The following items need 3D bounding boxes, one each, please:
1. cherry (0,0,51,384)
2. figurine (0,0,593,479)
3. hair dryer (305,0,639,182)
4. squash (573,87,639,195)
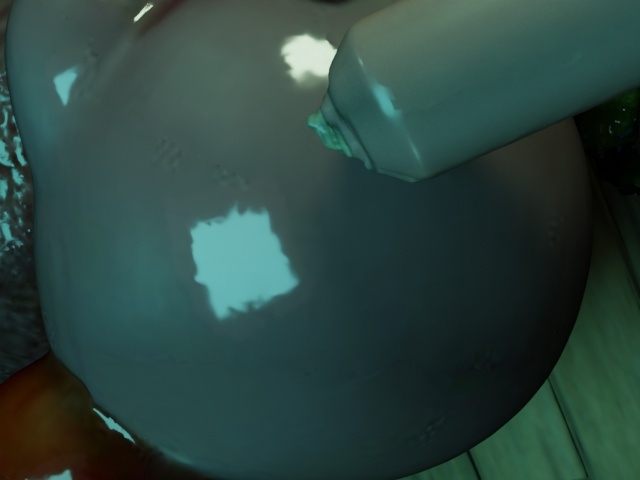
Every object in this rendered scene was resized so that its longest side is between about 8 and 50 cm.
[{"bbox_3d":[-0.145,-0.046,0.802,0.239,0.206,0.239,-2,82,12],"label":"cherry"},{"bbox_3d":[0.003,0.009,0.650,0.211,0.269,0.261,24,117,47],"label":"figurine"},{"bbox_3d":[0.147,-0.126,0.501,0.352,0.125,0.210,-25,93,4],"label":"hair dryer"},{"bbox_3d":[0.103,-0.172,0.632,0.087,0.087,0.331,4,111,35],"label":"squash"}]
